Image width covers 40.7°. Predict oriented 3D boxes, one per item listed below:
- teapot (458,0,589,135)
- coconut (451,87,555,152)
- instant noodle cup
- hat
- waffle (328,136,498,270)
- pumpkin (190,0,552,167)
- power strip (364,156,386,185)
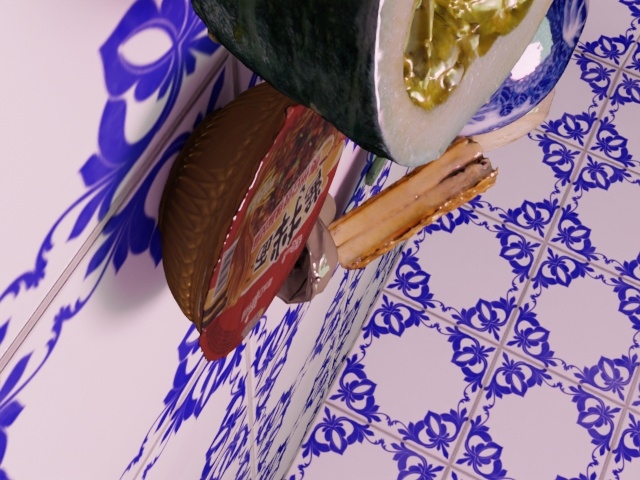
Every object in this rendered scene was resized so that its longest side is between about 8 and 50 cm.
[{"bbox_3d":[0.094,-0.208,0.817,0.280,0.252,0.424,-29,150,6],"label":"teapot"},{"bbox_3d":[0.293,-0.306,1.597,0.237,0.266,0.237,-19,171,-3],"label":"coconut"},{"bbox_3d":[-0.068,-0.036,0.730,0.274,0.091,0.274,-62,170,-19],"label":"instant noodle cup"},{"bbox_3d":[0.000,0.000,1.228,0.175,0.085,0.147,-49,161,-55],"label":"hat"},{"bbox_3d":[0.154,-0.060,1.491,0.308,0.091,0.213,-34,173,8],"label":"waffle"},{"bbox_3d":[0.030,-0.218,0.496,0.293,0.197,0.263,-49,154,-34],"label":"pumpkin"},{"bbox_3d":[0.110,-0.143,1.681,0.090,0.016,0.040,-58,168,-41],"label":"power strip"}]
